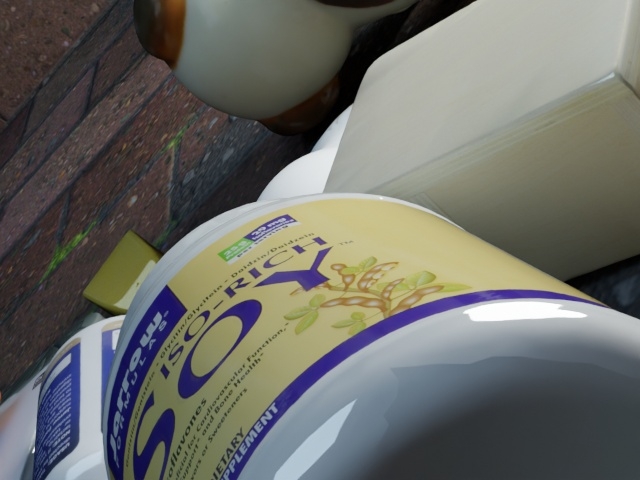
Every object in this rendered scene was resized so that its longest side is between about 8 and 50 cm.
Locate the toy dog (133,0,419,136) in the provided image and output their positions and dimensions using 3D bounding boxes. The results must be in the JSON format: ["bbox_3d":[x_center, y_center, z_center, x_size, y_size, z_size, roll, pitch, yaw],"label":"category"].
[{"bbox_3d":[0.021,-0.275,1.307,0.408,0.285,0.395,-39,43,33],"label":"toy dog"}]

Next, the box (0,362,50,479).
[{"bbox_3d":[-0.242,0.227,1.188,0.181,0.119,0.182,-41,24,28],"label":"box"}]

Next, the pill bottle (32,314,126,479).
[{"bbox_3d":[-0.127,0.173,0.995,0.153,0.153,0.264,-47,22,13],"label":"pill bottle"}]

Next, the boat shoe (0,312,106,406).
[{"bbox_3d":[-0.277,0.195,1.344,0.320,0.103,0.118,-43,11,27],"label":"boat shoe"}]

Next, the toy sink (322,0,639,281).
[{"bbox_3d":[0.136,-0.065,0.867,0.234,0.131,0.152,-25,34,41],"label":"toy sink"}]

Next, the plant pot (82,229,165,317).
[{"bbox_3d":[-0.165,0.052,1.365,0.081,0.081,0.083,-55,32,-6],"label":"plant pot"}]

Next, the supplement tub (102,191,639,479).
[{"bbox_3d":[0.029,0.108,0.660,0.241,0.241,0.331,-53,22,-1],"label":"supplement tub"}]

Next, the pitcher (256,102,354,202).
[{"bbox_3d":[0.000,0.000,1.063,0.178,0.125,0.207,-45,12,29],"label":"pitcher"}]
